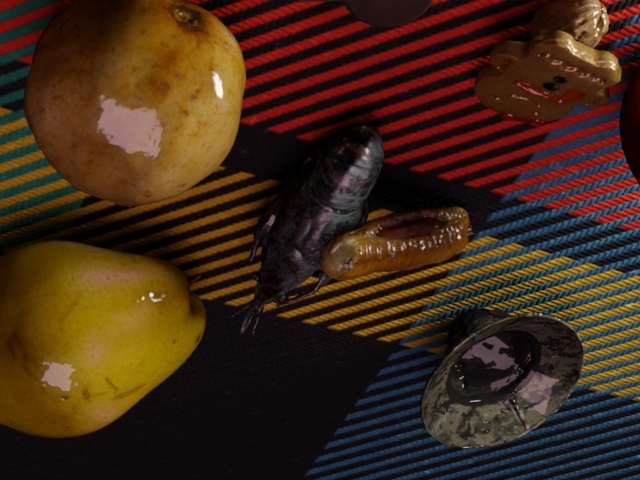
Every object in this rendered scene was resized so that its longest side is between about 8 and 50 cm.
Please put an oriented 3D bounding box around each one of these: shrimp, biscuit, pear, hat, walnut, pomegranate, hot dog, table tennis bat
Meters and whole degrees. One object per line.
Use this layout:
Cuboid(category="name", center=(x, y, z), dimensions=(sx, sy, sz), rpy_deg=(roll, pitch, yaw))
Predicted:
Cuboid(category="shrimp", center=(0.001, -0.001, 2.045), dimensions=(0.172, 0.137, 0.372), rpy_deg=(26, 130, -7))
Cuboid(category="biscuit", center=(0.270, -0.193, 1.875), dimensions=(0.166, 0.036, 0.225), rpy_deg=(21, 160, -20))
Cuboid(category="pear", center=(-0.335, 0.124, 2.096), dimensions=(0.336, 0.285, 0.285), rpy_deg=(-23, 150, -36))
Cuboid(category="hat", center=(0.252, 0.176, 2.271), dimensions=(0.265, 0.128, 0.266), rpy_deg=(-10, 131, -12))
Cuboid(category="walnut", center=(0.300, -0.260, 1.841), dimensions=(0.096, 0.083, 0.079), rpy_deg=(-21, 165, 27))
Cuboid(category="pomegranate", center=(-0.220, -0.169, 1.784), dimensions=(0.260, 0.260, 0.260), rpy_deg=(-2, 137, -2))
Cuboid(category="hot dog", center=(0.109, 0.006, 2.019), dimensions=(0.289, 0.068, 0.083), rpy_deg=(-14, 138, -50))
Cuboid(category="table tennis bat", center=(0.059, -0.262, 1.790), dimensions=(0.169, 0.119, 0.107), rpy_deg=(-3, 137, -4))

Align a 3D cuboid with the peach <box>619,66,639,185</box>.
Cuboid(category="peach", center=(0.484, -0.148, 1.891), dimensions=(0.243, 0.199, 0.243), rpy_deg=(-30, 142, -27))
